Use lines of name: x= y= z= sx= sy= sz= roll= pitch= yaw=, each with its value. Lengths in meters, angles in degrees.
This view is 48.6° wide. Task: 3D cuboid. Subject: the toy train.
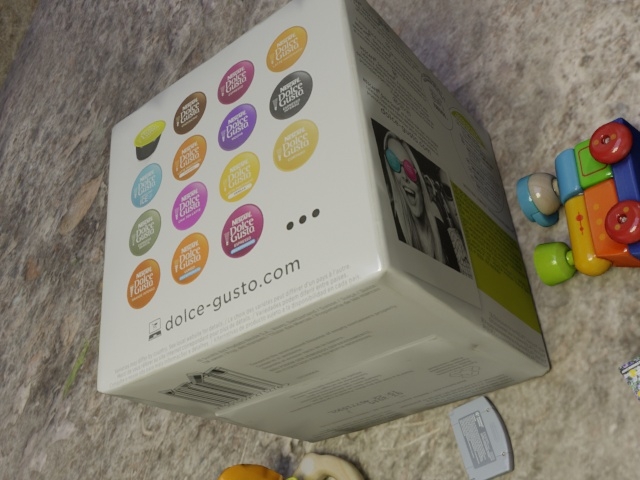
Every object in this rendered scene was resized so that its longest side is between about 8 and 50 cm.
toy train: x=0.280 y=0.014 z=0.712 sx=0.143 sy=0.105 sz=0.248 roll=-25 pitch=55 yaw=42

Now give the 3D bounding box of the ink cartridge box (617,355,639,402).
ink cartridge box: x=0.316 y=0.162 z=0.632 sx=0.029 sy=0.063 sz=0.115 roll=-37 pitch=51 yaw=20

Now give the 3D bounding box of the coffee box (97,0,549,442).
coffee box: x=0.000 y=0.000 z=0.785 sx=0.337 sy=0.338 sz=0.334 roll=-25 pitch=55 yaw=29

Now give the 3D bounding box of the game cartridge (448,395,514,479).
game cartridge: x=0.174 y=0.213 z=0.761 sx=0.056 sy=0.017 sz=0.083 roll=-34 pitch=52 yaw=28

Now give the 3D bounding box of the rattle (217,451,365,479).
rattle: x=0.003 y=0.307 z=0.783 sx=0.130 sy=0.143 sz=0.199 roll=-46 pitch=39 yaw=-11
